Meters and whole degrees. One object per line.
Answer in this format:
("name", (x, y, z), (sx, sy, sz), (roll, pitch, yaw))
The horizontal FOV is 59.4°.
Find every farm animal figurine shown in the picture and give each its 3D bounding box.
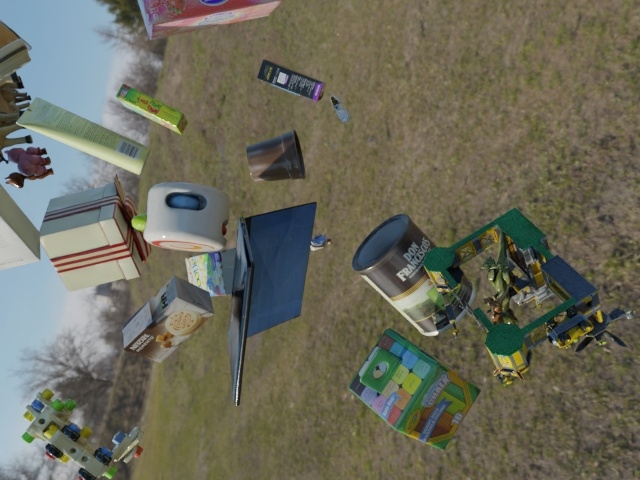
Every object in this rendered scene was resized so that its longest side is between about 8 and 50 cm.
("farm animal figurine", (-0.782, -0.273, 1.346), (0.330, 0.172, 0.326), (139, 113, -70))

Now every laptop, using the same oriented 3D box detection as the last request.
("laptop", (-0.108, 0.141, 1.452), (0.408, 0.236, 0.382), (-116, 31, -62))

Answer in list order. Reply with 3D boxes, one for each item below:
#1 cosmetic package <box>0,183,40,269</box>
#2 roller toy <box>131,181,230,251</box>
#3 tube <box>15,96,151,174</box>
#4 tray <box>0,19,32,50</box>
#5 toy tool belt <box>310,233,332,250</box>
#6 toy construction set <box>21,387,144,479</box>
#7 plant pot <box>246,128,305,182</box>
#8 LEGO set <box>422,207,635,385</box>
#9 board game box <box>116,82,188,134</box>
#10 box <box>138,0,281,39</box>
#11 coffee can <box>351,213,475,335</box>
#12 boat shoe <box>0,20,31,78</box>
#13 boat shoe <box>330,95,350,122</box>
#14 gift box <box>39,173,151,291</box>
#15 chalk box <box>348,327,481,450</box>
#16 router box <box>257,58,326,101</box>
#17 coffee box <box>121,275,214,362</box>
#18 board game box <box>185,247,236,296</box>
("cosmetic package", (-0.845, -0.015, 1.189), (0.284, 0.377, 0.097), (89, 165, -56))
("roller toy", (-0.307, -0.057, 1.311), (0.191, 0.209, 0.146), (-3, 78, 36))
("tube", (-0.463, -0.207, 1.120), (0.062, 0.240, 0.070), (-66, 19, 1))
("tray", (-0.834, -0.510, 1.316), (0.030, 0.145, 0.270), (68, -172, 25))
("toy tool belt", (0.000, 0.000, 1.966), (0.052, 0.083, 0.051), (-121, 15, -50))
("toy construction set", (-0.627, 0.520, 1.471), (0.151, 0.328, 0.215), (-65, 16, -14))
("plant pot", (-0.146, -0.262, 1.820), (0.167, 0.165, 0.167), (-11, -90, -85))
("LEGO set", (0.355, 0.117, 1.013), (0.255, 0.192, 0.331), (-37, 39, -4))
("board game box", (-0.465, -0.364, 1.562), (0.043, 0.181, 0.092), (-64, 3, -5))
("box", (-0.257, -0.567, 1.259), (0.142, 0.300, 0.154), (-160, 54, -70))
("coffee can", (0.249, 0.092, 1.503), (0.201, 0.275, 0.201), (-42, 17, 16))
("boat shoe", (-0.706, -0.297, 0.988), (0.500, 0.156, 0.187), (-8, 37, 35))
("boat shoe", (0.057, -0.406, 1.728), (0.035, 0.035, 0.100), (-33, 68, 27))
("gift box", (-0.680, -0.036, 1.731), (0.276, 0.258, 0.255), (-108, 6, -48))
("chalk box", (0.207, 0.341, 1.318), (0.179, 0.289, 0.180), (31, 87, 48))
("router box", (-0.058, -0.347, 1.223), (0.179, 0.133, 0.046), (-78, 9, -75))
("coffee box", (-0.452, 0.235, 1.655), (0.246, 0.141, 0.098), (-41, 42, 15))
("board game box", (-0.321, 0.104, 1.854), (0.275, 0.144, 0.142), (-12, 88, 54))
